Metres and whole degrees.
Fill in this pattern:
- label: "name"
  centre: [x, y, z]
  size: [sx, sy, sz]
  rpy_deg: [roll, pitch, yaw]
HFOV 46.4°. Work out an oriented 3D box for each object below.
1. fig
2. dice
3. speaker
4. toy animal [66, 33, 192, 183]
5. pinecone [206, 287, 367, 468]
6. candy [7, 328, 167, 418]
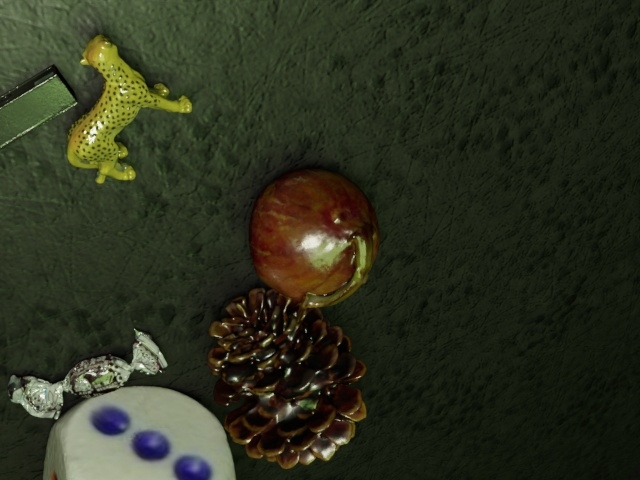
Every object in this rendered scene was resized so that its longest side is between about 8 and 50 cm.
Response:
- label: "fig"
  centre: [0.000, -0.001, 1.053]
  size: [0.205, 0.205, 0.205]
  rpy_deg: [-13, 126, -18]
- label: "dice"
  centre: [-0.283, 0.402, 1.156]
  size: [0.251, 0.259, 0.243]
  rpy_deg: [2, 123, -28]
- label: "speaker"
  centre: [-0.382, -0.136, 0.878]
  size: [0.191, 0.040, 0.046]
  rpy_deg: [-32, 129, -2]
- label: "toy animal"
  centre: [-0.257, -0.143, 0.893]
  size: [0.181, 0.073, 0.136]
  rpy_deg: [-48, 150, 17]
- label: "pinecone"
  centre: [-0.062, 0.200, 1.139]
  size: [0.246, 0.246, 0.292]
  rpy_deg: [-30, 128, -4]
- label: "candy"
  centre: [-0.346, 0.202, 1.117]
  size: [0.226, 0.051, 0.093]
  rpy_deg: [-17, 109, -13]
